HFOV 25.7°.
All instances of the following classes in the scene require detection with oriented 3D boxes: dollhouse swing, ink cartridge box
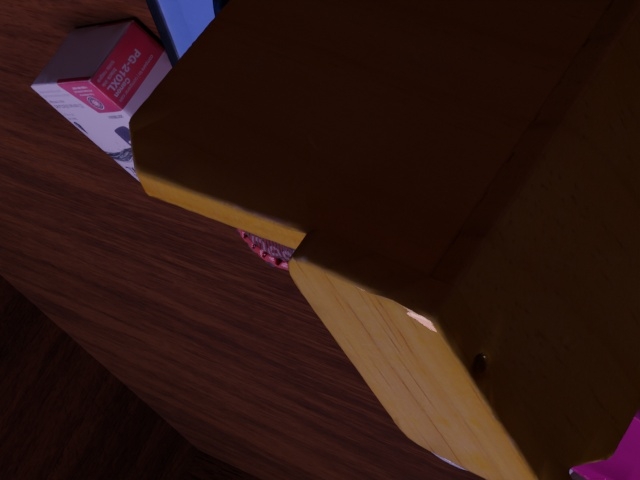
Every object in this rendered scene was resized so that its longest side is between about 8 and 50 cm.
[{"bbox_3d":[0.089,-0.043,1.067,0.305,0.347,0.315,10,145,42],"label":"dollhouse swing"},{"bbox_3d":[-0.210,-0.153,1.725,0.237,0.100,0.172,42,160,-29],"label":"ink cartridge box"}]

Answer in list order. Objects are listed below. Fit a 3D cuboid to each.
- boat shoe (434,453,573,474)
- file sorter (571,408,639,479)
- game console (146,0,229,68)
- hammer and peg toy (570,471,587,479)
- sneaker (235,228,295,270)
[{"bbox_3d":[0.280,0.310,2.165,0.277,0.098,0.096,12,155,25],"label":"boat shoe"},{"bbox_3d":[0.309,0.125,1.472,0.202,0.182,0.290,33,163,-8],"label":"file sorter"},{"bbox_3d":[-0.103,-0.164,1.299,0.250,0.173,0.293,15,141,32],"label":"game console"},{"bbox_3d":[0.325,0.355,1.777,0.127,0.361,0.266,38,168,30],"label":"hammer and peg toy"},{"bbox_3d":[0.000,0.000,1.799,0.276,0.097,0.135,36,149,18],"label":"sneaker"}]
